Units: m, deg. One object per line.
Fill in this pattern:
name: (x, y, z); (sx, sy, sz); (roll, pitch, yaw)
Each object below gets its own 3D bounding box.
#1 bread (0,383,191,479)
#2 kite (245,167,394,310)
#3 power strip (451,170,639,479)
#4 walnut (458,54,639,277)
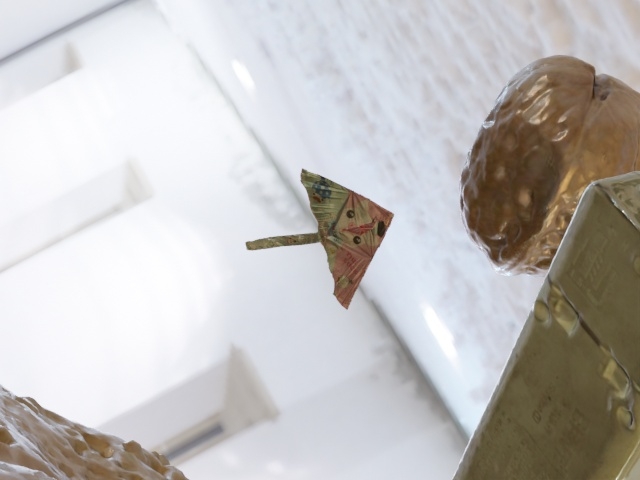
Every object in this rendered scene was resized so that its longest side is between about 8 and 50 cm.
bread: (-0.102, 0.149, 0.404); (0.195, 0.176, 0.246); (38, 174, -36)
kite: (0.000, 0.000, 1.225); (0.005, 0.153, 0.137); (-16, -92, -64)
power strip: (0.137, 0.062, 0.628); (0.093, 0.053, 0.288); (58, 143, 38)
walnut: (0.224, -0.060, 1.281); (0.178, 0.230, 0.178); (22, -154, -11)
